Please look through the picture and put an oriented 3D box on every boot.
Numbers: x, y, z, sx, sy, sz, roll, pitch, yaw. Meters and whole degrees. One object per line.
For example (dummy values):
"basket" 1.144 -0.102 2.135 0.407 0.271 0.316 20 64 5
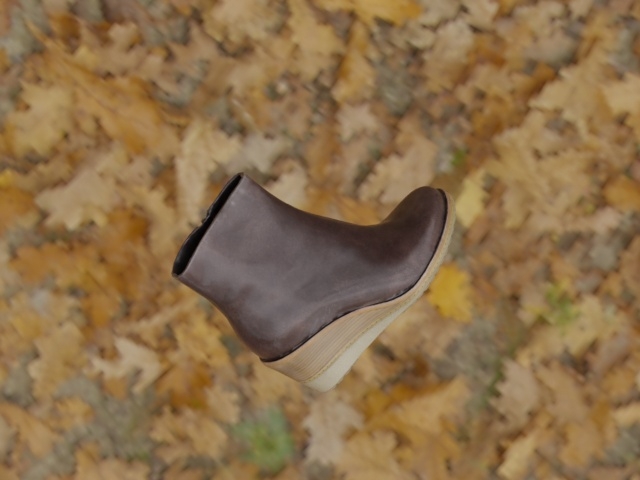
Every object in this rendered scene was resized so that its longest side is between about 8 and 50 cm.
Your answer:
"boot" 0.000 0.000 1.763 0.207 0.090 0.248 43 75 -25
